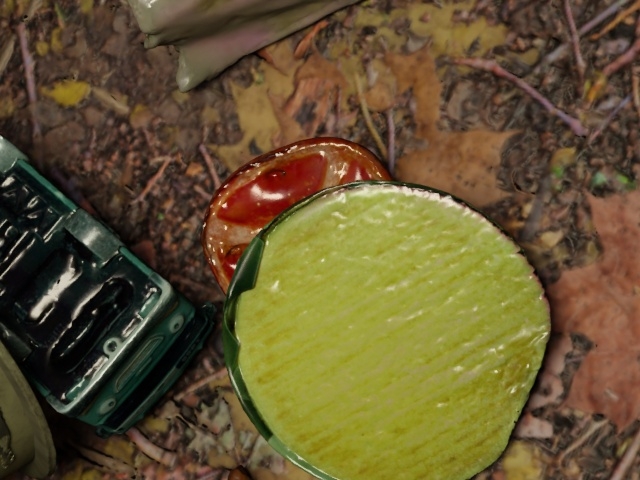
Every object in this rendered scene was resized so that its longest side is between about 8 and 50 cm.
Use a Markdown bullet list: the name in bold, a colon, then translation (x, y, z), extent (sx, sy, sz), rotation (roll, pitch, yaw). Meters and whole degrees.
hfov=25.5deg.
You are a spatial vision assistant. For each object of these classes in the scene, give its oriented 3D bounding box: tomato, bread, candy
- **tomato**: translation (0.000, 0.000, 1.016), extent (0.155, 0.069, 0.156), rotation (2, 102, 11)
- **bread**: translation (0.044, 0.067, 0.971), extent (0.228, 0.033, 0.228), rotation (2, 102, 9)
- **candy**: translation (-0.060, -0.239, 1.055), extent (0.195, 0.137, 0.185), rotation (-23, 72, 14)

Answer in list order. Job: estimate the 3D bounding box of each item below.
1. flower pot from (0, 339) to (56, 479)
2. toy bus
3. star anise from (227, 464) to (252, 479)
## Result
- **flower pot**: translation (-0.318, 0.137, 0.967), extent (0.212, 0.212, 0.202), rotation (37, 62, 23)
- **toy bus**: translation (-0.205, 0.026, 1.054), extent (0.256, 0.147, 0.128), rotation (38, 86, 27)
- **star anise**: translation (-0.011, 0.248, 0.986), extent (0.157, 0.053, 0.212), rotation (-27, 70, 15)
